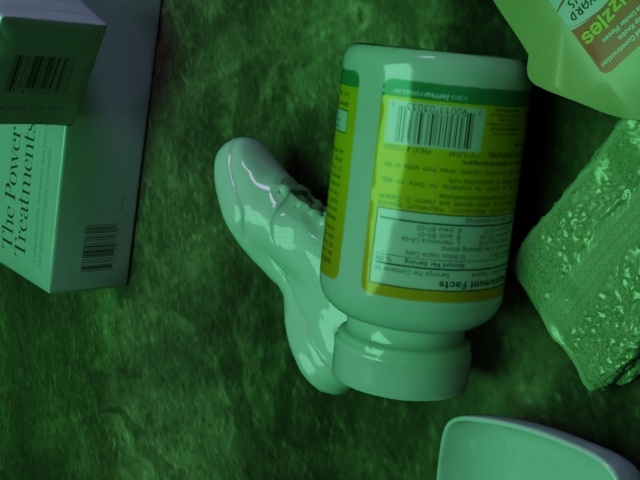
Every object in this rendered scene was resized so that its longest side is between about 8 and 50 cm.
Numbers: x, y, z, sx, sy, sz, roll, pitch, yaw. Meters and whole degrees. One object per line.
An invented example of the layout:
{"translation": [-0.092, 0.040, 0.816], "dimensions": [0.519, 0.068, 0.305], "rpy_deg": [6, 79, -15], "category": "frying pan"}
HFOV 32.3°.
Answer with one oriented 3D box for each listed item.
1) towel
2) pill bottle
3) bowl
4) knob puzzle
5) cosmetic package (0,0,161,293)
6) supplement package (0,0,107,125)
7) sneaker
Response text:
{"translation": [0.171, 0.005, 0.622], "dimensions": [0.110, 0.027, 0.148], "rpy_deg": [57, 132, 30], "category": "towel"}
{"translation": [0.061, -0.013, 0.684], "dimensions": [0.117, 0.118, 0.208], "rpy_deg": [18, 106, 49], "category": "pill bottle"}
{"translation": [0.135, 0.177, 0.657], "dimensions": [0.142, 0.053, 0.142], "rpy_deg": [10, 101, 51], "category": "bowl"}
{"translation": [0.186, -0.147, 0.585], "dimensions": [0.213, 0.030, 0.213], "rpy_deg": [-1, 89, 40], "category": "knob puzzle"}
{"translation": [-0.286, -0.170, 1.099], "dimensions": [0.284, 0.097, 0.377], "rpy_deg": [24, 110, 44], "category": "cosmetic package"}
{"translation": [-0.286, -0.188, 0.953], "dimensions": [0.179, 0.105, 0.105], "rpy_deg": [45, 122, 31], "category": "supplement package"}
{"translation": [0.000, 0.000, 0.806], "dimensions": [0.094, 0.080, 0.212], "rpy_deg": [-40, 69, 31], "category": "sneaker"}
